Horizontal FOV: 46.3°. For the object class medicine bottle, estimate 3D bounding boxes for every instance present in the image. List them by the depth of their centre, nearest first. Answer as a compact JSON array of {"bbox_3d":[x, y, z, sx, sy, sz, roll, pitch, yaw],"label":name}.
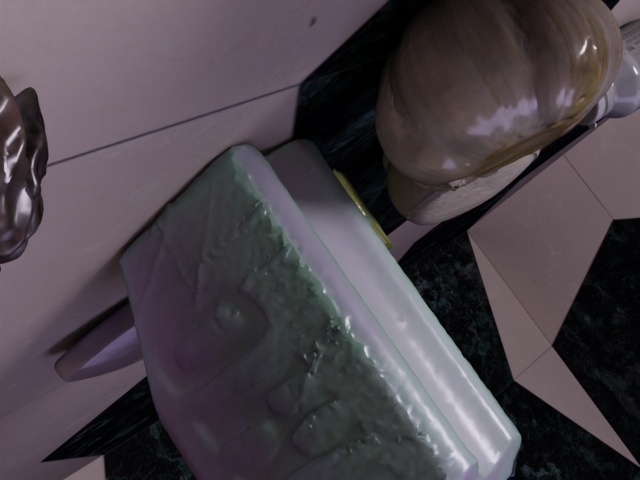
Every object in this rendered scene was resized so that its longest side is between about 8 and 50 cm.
[{"bbox_3d":[0.505,-0.281,1.271,0.215,0.135,0.135,-32,170,-22],"label":"medicine bottle"}]

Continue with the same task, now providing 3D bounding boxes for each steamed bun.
[{"bbox_3d":[0.168,-0.111,0.953,0.177,0.130,0.228,-20,167,-21],"label":"steamed bun"}]

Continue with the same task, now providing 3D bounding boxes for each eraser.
[{"bbox_3d":[-0.216,0.111,0.943,0.243,0.059,0.204,-33,172,-37],"label":"eraser"}]

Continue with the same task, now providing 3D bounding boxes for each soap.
[{"bbox_3d":[-0.002,0.154,0.718,0.261,0.446,0.156,-39,171,27],"label":"soap"}]

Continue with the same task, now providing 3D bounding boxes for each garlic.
[{"bbox_3d":[0.145,-0.142,0.656,0.228,0.152,0.228,-29,176,-2],"label":"garlic"}]

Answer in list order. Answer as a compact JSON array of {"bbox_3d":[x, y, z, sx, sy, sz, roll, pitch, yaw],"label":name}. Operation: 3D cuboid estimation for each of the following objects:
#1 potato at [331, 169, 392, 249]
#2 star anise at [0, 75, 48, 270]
[{"bbox_3d":[0.000,0.000,0.957,0.149,0.120,0.081,-38,171,15],"label":"potato"},{"bbox_3d":[-0.219,0.014,0.320,0.223,0.109,0.236,-17,163,-49],"label":"star anise"}]
